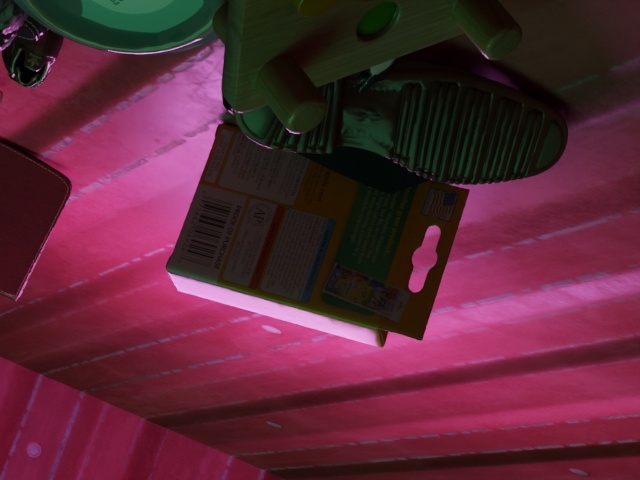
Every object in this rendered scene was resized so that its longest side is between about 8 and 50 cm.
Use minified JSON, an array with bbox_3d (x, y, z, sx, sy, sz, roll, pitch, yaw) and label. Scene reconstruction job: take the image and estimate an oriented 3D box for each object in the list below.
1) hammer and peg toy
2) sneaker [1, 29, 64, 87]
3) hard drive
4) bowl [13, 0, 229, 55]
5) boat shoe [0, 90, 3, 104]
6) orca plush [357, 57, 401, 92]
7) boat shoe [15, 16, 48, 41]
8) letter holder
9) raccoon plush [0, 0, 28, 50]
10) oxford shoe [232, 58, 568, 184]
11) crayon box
[{"bbox_3d":[0.093,-0.245,1.289,0.127,0.361,0.266,54,154,29],"label":"hammer and peg toy"},{"bbox_3d":[-0.351,-0.212,2.047,0.066,0.071,0.188,23,161,-11],"label":"sneaker"},{"bbox_3d":[0.023,-0.131,1.934,0.255,0.054,0.172,27,160,-22],"label":"hard drive"},{"bbox_3d":[-0.147,-0.266,1.366,0.312,0.163,0.311,3,140,3],"label":"bowl"},{"bbox_3d":[-0.498,-0.202,2.255,0.170,0.063,0.059,4,153,21],"label":"boat shoe"},{"bbox_3d":[0.034,-0.252,1.582,0.151,0.102,0.287,-33,158,8],"label":"orca plush"},{"bbox_3d":[-0.435,-0.264,1.884,0.285,0.092,0.103,20,162,-2],"label":"boat shoe"},{"bbox_3d":[-0.538,-0.084,2.531,0.302,0.214,0.152,24,-167,-18],"label":"letter holder"},{"bbox_3d":[-0.441,-0.324,1.555,0.299,0.216,0.446,-19,116,19],"label":"raccoon plush"},{"bbox_3d":[0.084,-0.149,1.784,0.348,0.130,0.123,11,119,-9],"label":"oxford shoe"},{"bbox_3d":[0.000,0.000,2.096,0.323,0.203,0.083,15,162,12],"label":"crayon box"}]
